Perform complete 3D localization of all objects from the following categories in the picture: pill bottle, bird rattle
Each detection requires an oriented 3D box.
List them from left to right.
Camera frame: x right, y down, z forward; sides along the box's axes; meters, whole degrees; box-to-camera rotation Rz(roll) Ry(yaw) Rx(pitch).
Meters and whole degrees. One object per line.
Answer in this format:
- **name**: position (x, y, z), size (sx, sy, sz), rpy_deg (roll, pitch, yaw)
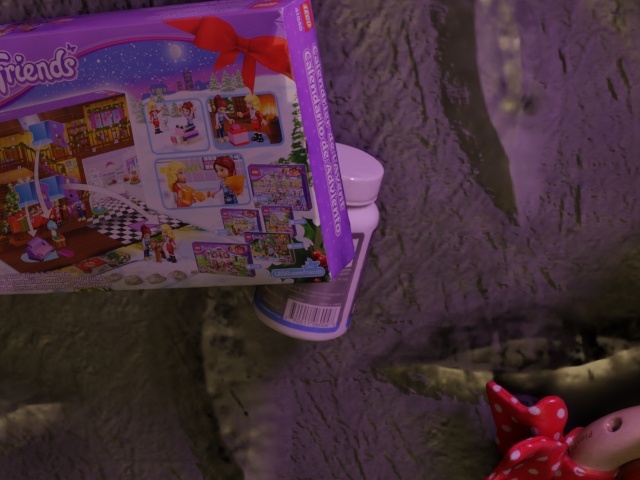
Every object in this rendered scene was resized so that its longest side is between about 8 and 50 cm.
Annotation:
- **pill bottle**: position (0.000, 0.000, 1.362), size (0.078, 0.078, 0.137), rpy_deg (15, 113, -1)
- **bird rattle**: position (0.250, 0.182, 1.397), size (0.253, 0.143, 0.207), rpy_deg (-30, 124, 19)

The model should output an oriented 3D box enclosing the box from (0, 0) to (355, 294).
- **box**: position (-0.132, -0.066, 1.313), size (0.293, 0.057, 0.201), rpy_deg (-2, 109, 22)
